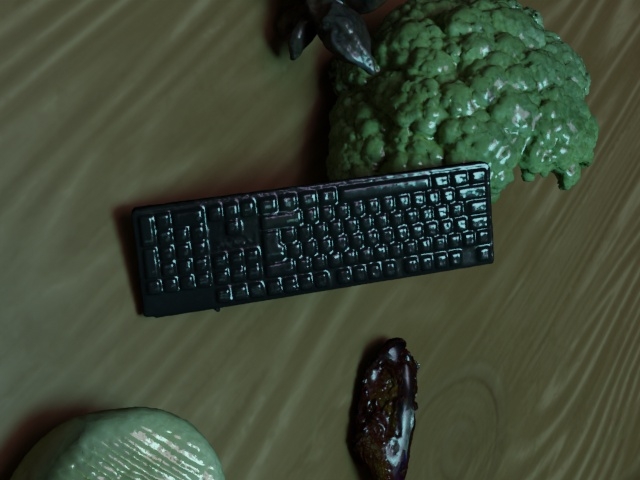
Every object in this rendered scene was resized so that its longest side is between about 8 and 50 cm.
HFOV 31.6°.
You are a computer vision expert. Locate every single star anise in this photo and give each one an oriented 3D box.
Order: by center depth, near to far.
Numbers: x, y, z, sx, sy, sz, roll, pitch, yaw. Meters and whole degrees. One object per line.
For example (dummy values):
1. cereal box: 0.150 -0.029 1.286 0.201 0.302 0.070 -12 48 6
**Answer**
1. star anise: -0.030 -0.276 1.000 0.227 0.148 0.218 40 16 -48

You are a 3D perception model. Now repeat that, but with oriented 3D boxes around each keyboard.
1. keyboard: 0.000 0.000 0.955 0.309 0.018 0.101 -8 105 -13

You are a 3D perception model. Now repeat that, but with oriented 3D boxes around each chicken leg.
1. chicken leg: 0.070 0.198 1.115 0.093 0.053 0.205 30 68 -56

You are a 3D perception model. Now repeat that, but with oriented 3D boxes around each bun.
1. bun: -0.156 0.213 0.835 0.164 0.111 0.188 33 56 -19

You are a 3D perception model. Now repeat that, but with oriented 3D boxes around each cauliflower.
1. cauliflower: 0.134 -0.108 1.126 0.250 0.275 0.272 83 -4 -56
